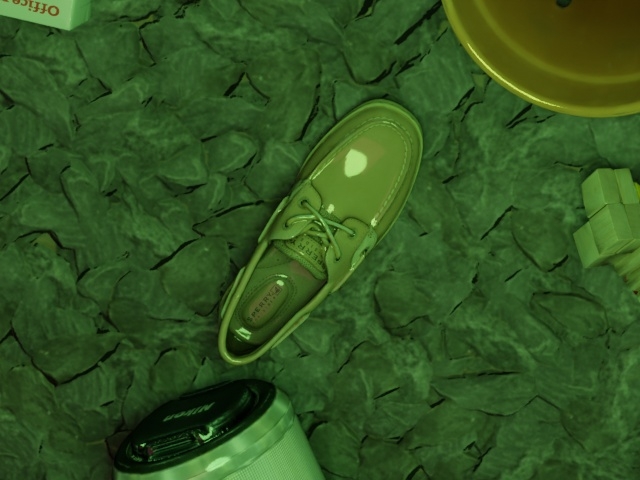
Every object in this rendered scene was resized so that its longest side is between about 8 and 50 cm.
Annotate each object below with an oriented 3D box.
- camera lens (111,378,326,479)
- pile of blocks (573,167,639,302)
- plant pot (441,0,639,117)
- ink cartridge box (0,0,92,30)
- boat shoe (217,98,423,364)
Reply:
[{"bbox_3d":[-0.095,0.312,1.801,0.219,0.219,0.274,-20,104,13],"label":"camera lens"},{"bbox_3d":[0.421,0.054,1.725,0.362,0.149,0.112,44,151,2],"label":"pile of blocks"},{"bbox_3d":[0.278,-0.293,1.535,0.291,0.203,0.291,11,124,16],"label":"plant pot"},{"bbox_3d":[-0.307,-0.335,1.689,0.139,0.082,0.191,13,108,3],"label":"ink cartridge box"},{"bbox_3d":[0.000,0.000,1.743,0.121,0.110,0.341,32,109,-4],"label":"boat shoe"}]
